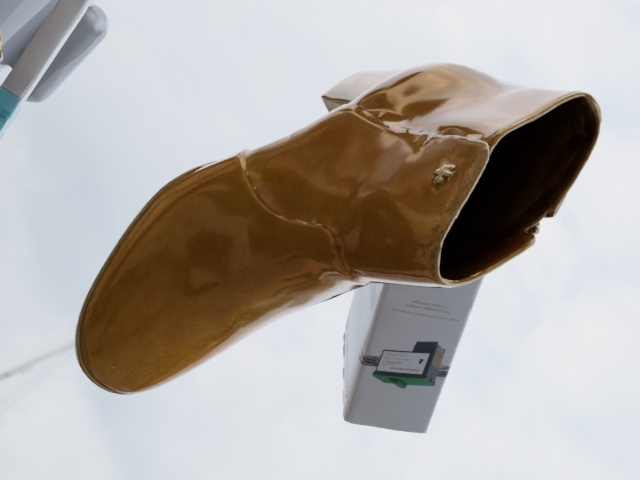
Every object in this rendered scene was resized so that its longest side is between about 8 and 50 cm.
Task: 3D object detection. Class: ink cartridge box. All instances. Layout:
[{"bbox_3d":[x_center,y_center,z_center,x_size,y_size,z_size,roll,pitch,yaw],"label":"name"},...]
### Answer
[{"bbox_3d":[0.088,0.063,1.042,0.160,0.093,0.219,-87,-172,-53],"label":"ink cartridge box"}]

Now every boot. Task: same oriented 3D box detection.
[{"bbox_3d":[0.001,0.000,0.580,0.104,0.295,0.211,53,-14,-27],"label":"boot"}]

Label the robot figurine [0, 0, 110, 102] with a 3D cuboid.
[{"bbox_3d":[-0.345,-0.275,0.994,0.353,0.199,0.300,-37,-78,26],"label":"robot figurine"}]

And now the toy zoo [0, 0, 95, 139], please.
[{"bbox_3d":[-0.255,-0.118,0.569,0.192,0.293,0.030,32,-13,-10],"label":"toy zoo"}]
